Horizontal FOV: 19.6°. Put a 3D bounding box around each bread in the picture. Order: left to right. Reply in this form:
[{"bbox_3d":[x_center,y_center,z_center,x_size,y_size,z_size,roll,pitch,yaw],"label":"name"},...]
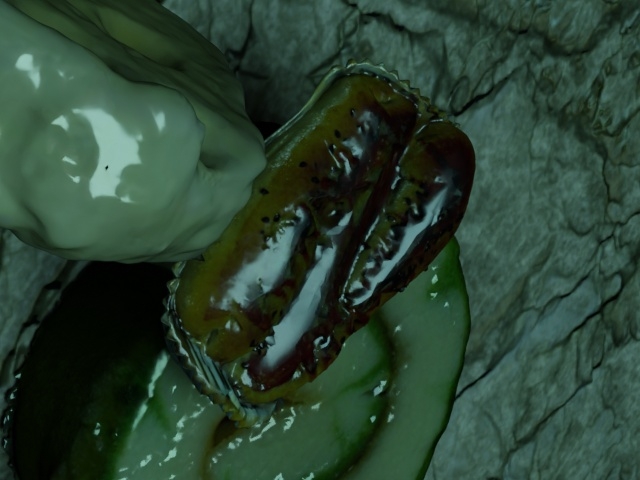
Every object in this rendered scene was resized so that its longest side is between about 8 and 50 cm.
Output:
[{"bbox_3d":[-0.054,0.096,1.361,0.366,0.129,0.382,-30,124,-28],"label":"bread"}]

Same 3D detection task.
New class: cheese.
[{"bbox_3d":[-0.165,-0.099,1.065,0.326,0.318,0.115,8,116,-57],"label":"cheese"}]

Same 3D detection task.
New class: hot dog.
[{"bbox_3d":[0.000,0.000,1.235,0.270,0.082,0.162,-50,128,-17],"label":"hot dog"}]
